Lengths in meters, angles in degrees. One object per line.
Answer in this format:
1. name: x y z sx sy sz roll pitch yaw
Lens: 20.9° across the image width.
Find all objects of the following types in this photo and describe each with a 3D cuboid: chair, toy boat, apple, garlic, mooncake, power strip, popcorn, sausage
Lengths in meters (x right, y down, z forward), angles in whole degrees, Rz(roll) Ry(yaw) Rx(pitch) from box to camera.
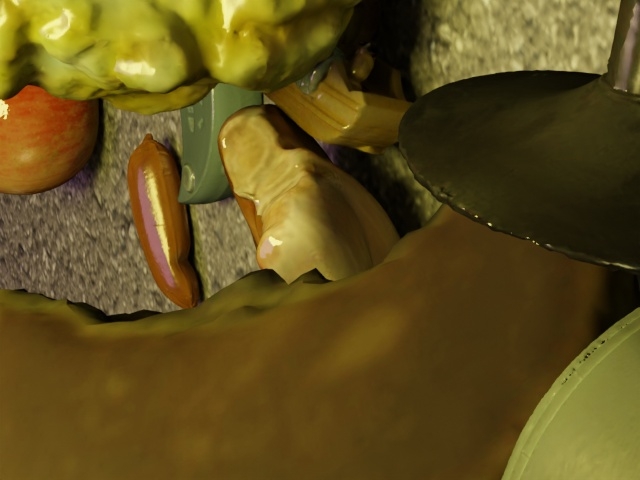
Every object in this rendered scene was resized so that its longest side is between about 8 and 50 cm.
1. chair: 0.169 -0.206 0.764 0.226 0.226 0.401 48 138 50
2. toy boat: -0.018 -0.176 1.323 0.310 0.089 0.115 50 123 49
3. apple: -0.335 -0.150 1.920 0.209 0.164 0.209 173 90 -67
4. garlic: 0.000 0.000 1.306 0.228 0.110 0.217 72 174 -48
5. mooncake: -0.009 0.109 0.991 0.394 0.393 0.246 21 149 39
6. power strip: -0.107 -0.143 1.566 0.167 0.054 0.253 134 124 -61
7. popcorn: -0.105 -0.241 1.217 0.292 0.334 0.294 -109 1 -81
8. sausage: -0.156 -0.016 1.714 0.062 0.054 0.183 1 -103 -87

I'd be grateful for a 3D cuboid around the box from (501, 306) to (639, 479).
1. box: 0.208 0.143 0.783 0.149 0.226 0.226 42 135 54
